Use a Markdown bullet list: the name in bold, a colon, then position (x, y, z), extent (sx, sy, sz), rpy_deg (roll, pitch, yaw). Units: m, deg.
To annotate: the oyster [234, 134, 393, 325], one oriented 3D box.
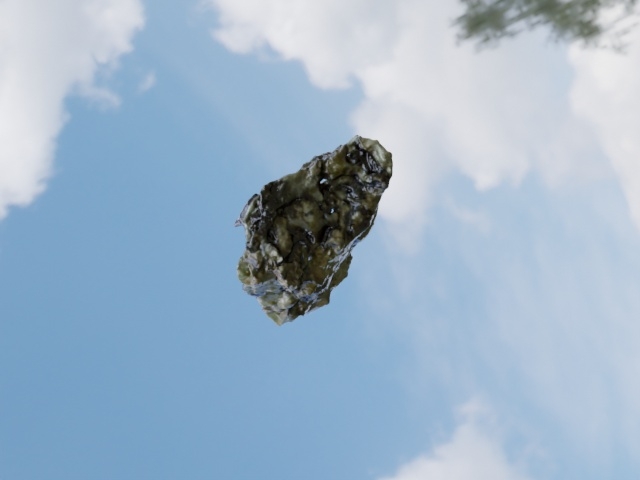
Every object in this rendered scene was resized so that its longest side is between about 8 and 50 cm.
- **oyster**: position (0.000, 0.000, 1.352), extent (0.083, 0.214, 0.223), rpy_deg (44, 165, 37)
